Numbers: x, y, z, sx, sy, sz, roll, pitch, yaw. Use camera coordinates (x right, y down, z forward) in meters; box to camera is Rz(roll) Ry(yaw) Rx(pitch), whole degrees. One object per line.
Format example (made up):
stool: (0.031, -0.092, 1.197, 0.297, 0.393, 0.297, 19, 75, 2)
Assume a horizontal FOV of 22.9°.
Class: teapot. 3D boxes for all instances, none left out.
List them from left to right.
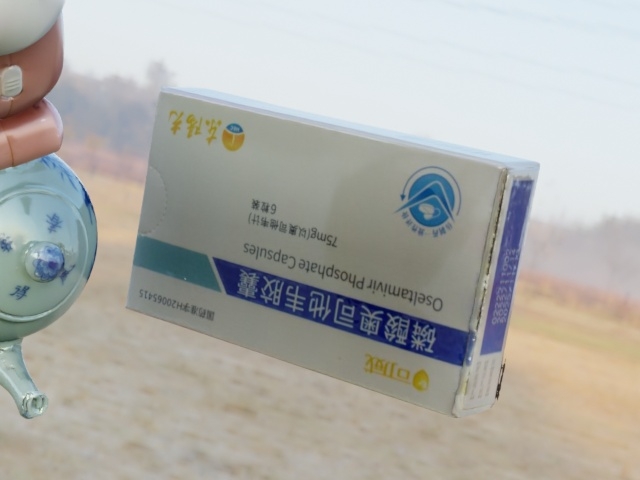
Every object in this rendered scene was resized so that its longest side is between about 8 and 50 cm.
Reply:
teapot: (-0.214, -0.003, 1.061, 0.159, 0.232, 0.159, 1, 14, 0)

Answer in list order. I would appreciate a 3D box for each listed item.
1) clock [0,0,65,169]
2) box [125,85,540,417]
clock: (-0.179, -0.124, 0.721, 0.093, 0.166, 0.162, -18, -28, -24)
box: (0.000, 0.000, 1.284, 0.343, 0.200, 0.065, 15, 9, 33)
